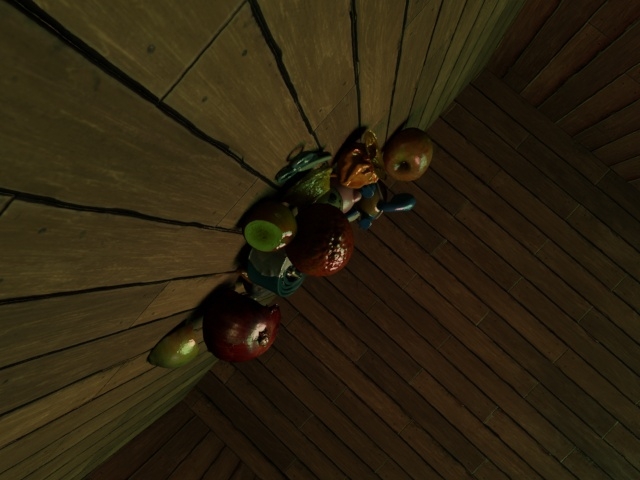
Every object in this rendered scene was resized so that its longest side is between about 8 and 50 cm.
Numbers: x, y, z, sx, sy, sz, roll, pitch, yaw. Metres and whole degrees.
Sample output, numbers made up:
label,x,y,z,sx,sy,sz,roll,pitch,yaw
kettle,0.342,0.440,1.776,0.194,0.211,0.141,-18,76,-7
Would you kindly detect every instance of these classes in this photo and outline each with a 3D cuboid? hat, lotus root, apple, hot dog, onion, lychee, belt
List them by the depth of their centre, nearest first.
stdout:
label,x,y,z,sx,sy,sz,roll,pitch,yaw
apple,-0.154,-0.042,1.334,0.163,0.147,0.146,-38,168,-50
lychee,0.000,0.000,1.460,0.255,0.255,0.300,-48,-173,2
apple,-0.577,0.447,1.696,0.193,0.120,0.265,-30,163,-34
hat,0.121,-0.308,1.731,0.233,0.244,0.233,-18,153,22
belt,-0.143,0.065,1.740,0.300,0.173,0.436,-65,171,-2
hot dog,-0.298,0.141,1.783,0.133,0.057,0.041,50,58,-47
onion,-0.343,0.356,1.799,0.341,0.341,0.341,-47,174,-6
lotus root,-0.277,0.180,1.958,0.158,0.140,0.322,-46,171,-15
apple,0.513,-0.507,2.491,0.309,0.277,0.250,-33,-157,45

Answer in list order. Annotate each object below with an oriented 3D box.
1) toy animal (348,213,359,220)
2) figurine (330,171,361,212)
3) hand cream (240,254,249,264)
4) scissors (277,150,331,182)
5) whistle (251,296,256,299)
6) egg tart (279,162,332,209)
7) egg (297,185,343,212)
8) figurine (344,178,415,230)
label,x,y,z,sx,sy,sz,roll,pitch,yaw
toy animal,0.159,-0.194,2.444,0.249,0.174,0.289,-50,173,27
figurine,0.069,-0.195,1.839,0.173,0.173,0.173,-47,174,-6
hand cream,-0.261,0.067,1.813,0.086,0.055,0.235,-51,166,9
scissors,-0.034,-0.248,1.346,0.138,0.041,0.289,-41,178,33
whistle,-0.422,0.365,2.326,0.101,0.106,0.253,-67,169,15
egg tart,-0.038,-0.176,1.462,0.213,0.090,0.212,-36,177,-2
egg,-0.008,-0.130,1.688,0.177,0.177,0.228,-45,-171,-26
figurine,0.215,-0.215,1.960,0.243,0.416,0.297,-31,131,-27
